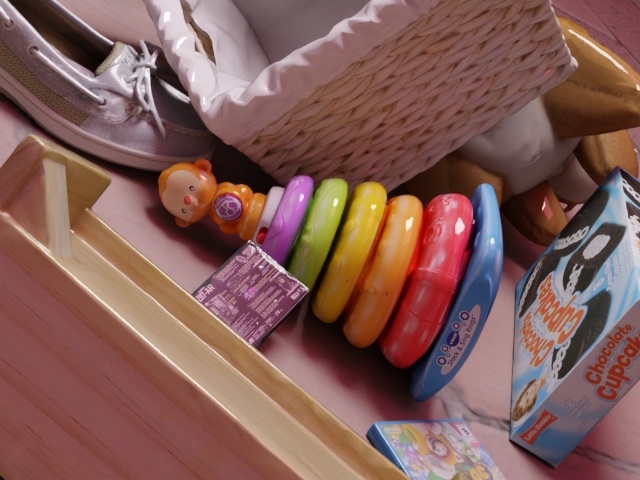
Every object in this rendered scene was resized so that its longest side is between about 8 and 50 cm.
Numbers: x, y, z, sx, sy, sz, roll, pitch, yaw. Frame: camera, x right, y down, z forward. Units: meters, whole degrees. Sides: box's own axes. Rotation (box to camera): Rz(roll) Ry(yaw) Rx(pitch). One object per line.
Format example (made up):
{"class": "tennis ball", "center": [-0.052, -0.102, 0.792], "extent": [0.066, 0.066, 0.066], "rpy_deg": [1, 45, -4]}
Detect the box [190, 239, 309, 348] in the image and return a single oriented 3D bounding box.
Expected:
{"class": "box", "center": [-0.060, 0.048, 0.937], "extent": [0.067, 0.018, 0.083], "rpy_deg": [39, 56, 8]}

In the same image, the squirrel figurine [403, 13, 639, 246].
{"class": "squirrel figurine", "center": [0.228, -0.182, 1.450], "extent": [0.397, 0.281, 0.370], "rpy_deg": [47, 21, 16]}

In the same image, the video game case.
{"class": "video game case", "center": [0.120, 0.211, 0.931], "extent": [0.119, 0.015, 0.166], "rpy_deg": [7, 38, -45]}

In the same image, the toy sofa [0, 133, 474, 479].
{"class": "toy sofa", "center": [-0.088, 0.115, 0.726], "extent": [0.362, 0.177, 0.150], "rpy_deg": [39, 1, 7]}

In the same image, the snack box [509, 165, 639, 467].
{"class": "snack box", "center": [0.269, 0.064, 1.163], "extent": [0.060, 0.187, 0.322], "rpy_deg": [33, 25, -5]}

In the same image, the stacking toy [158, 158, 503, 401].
{"class": "stacking toy", "center": [0.000, 0.000, 1.015], "extent": [0.302, 0.175, 0.165], "rpy_deg": [22, 25, -4]}

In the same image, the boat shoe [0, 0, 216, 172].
{"class": "boat shoe", "center": [-0.227, -0.168, 1.044], "extent": [0.320, 0.103, 0.118], "rpy_deg": [32, 26, -9]}

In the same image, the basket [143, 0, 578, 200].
{"class": "basket", "center": [0.024, -0.242, 1.150], "extent": [0.266, 0.331, 0.328], "rpy_deg": [47, 13, -54]}
